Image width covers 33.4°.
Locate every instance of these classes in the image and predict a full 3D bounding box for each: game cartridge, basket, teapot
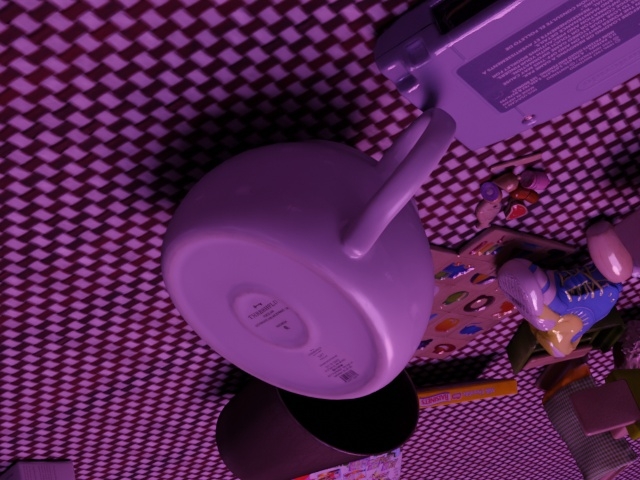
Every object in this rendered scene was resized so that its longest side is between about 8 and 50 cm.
[{"bbox_3d":[0.209,-0.183,0.855,0.294,0.060,0.196,-30,147,22],"label":"game cartridge"},{"bbox_3d":[-0.024,0.219,1.330,0.204,0.154,0.227,21,146,-24],"label":"basket"},{"bbox_3d":[0.000,0.000,0.925,0.256,0.187,0.253,11,141,27],"label":"teapot"}]

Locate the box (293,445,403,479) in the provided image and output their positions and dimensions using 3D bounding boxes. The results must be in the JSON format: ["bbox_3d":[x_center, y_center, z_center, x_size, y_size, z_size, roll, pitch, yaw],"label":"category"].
[{"bbox_3d":[0.032,0.390,1.786,0.200,0.057,0.293,-16,152,-6],"label":"box"}]

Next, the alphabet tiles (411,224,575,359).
[{"bbox_3d":[0.144,0.085,1.349,0.285,0.011,0.342,11,141,-44],"label":"alphabet tiles"}]

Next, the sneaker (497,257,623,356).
[{"bbox_3d":[0.297,0.055,1.307,0.126,0.091,0.240,-40,150,1],"label":"sneaker"}]

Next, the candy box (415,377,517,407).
[{"bbox_3d":[0.174,0.225,1.561,0.205,0.027,0.105,-4,178,-23],"label":"candy box"}]

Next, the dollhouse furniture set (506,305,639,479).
[{"bbox_3d":[0.365,0.258,1.592,0.151,0.198,0.301,-12,151,-14],"label":"dollhouse furniture set"}]

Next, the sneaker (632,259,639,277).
[{"bbox_3d":[0.434,0.013,1.366,0.098,0.038,0.069,-9,151,-36],"label":"sneaker"}]

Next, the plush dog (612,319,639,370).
[{"bbox_3d":[0.570,0.196,1.509,0.210,0.262,0.225,-8,155,-19],"label":"plush dog"}]

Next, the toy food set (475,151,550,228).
[{"bbox_3d":[0.206,-0.047,1.133,0.078,0.019,0.122,-16,152,-3],"label":"toy food set"}]

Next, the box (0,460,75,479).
[{"bbox_3d":[-0.387,0.362,1.438,0.087,0.101,0.102,10,143,-42],"label":"box"}]

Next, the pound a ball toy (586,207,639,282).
[{"bbox_3d":[0.432,-0.051,1.155,0.319,0.208,0.136,-37,111,15],"label":"pound a ball toy"}]
